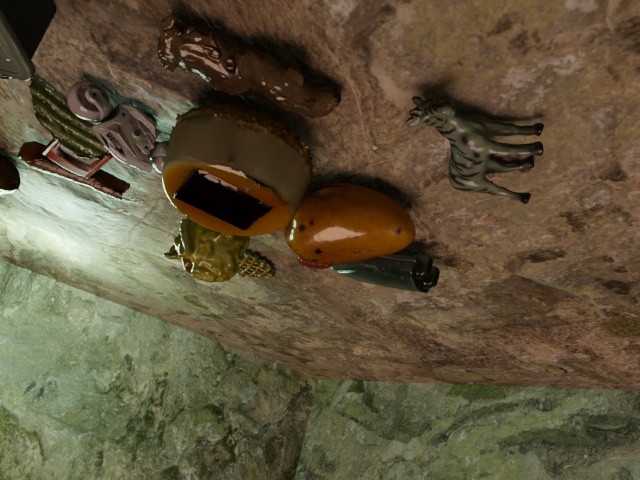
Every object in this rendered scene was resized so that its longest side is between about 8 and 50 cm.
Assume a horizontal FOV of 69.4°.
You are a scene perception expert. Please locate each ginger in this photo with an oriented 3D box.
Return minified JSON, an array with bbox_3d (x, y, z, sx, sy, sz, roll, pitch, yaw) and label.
[{"bbox_3d":[-0.107,-0.251,0.708,0.289,0.084,0.122,18,148,-7],"label":"ginger"}]

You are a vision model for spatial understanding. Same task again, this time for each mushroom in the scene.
[{"bbox_3d":[-0.948,-0.191,1.273,0.231,0.138,0.194,-6,136,16],"label":"mushroom"}]

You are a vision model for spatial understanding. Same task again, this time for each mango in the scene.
[{"bbox_3d":[0.056,-0.036,0.987,0.289,0.160,0.191,2,143,18],"label":"mango"}]

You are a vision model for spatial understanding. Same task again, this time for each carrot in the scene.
[{"bbox_3d":[-0.623,-0.175,1.181,0.260,0.070,0.070,24,154,-20],"label":"carrot"}]

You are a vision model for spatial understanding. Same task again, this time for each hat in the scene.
[{"bbox_3d":[0.000,0.000,1.171,0.112,0.094,0.162,6,150,-6],"label":"hat"}]

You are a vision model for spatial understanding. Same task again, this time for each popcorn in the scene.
[{"bbox_3d":[-0.309,0.013,1.256,0.216,0.181,0.235,17,155,-3],"label":"popcorn"}]

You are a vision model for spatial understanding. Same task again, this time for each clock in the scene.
[{"bbox_3d":[-0.554,-0.215,1.071,0.155,0.061,0.113,-15,142,42],"label":"clock"}]

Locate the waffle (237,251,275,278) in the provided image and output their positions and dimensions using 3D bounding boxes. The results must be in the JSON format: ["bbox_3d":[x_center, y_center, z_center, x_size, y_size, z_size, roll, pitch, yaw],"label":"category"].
[{"bbox_3d":[-0.245,0.078,1.530,0.183,0.036,0.169,2,149,23],"label":"waffle"}]

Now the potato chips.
[{"bbox_3d":[-0.525,-0.243,0.961,0.028,0.092,0.207,28,169,45],"label":"potato chips"}]

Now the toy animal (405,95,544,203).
[{"bbox_3d":[0.259,-0.149,0.722,0.169,0.090,0.255,1,150,37],"label":"toy animal"}]

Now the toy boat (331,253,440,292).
[{"bbox_3d":[0.148,0.067,1.230,0.319,0.092,0.141,6,155,35],"label":"toy boat"}]

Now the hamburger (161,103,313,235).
[{"bbox_3d":[-0.156,-0.135,0.873,0.275,0.179,0.294,24,151,-24],"label":"hamburger"}]

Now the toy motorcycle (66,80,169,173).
[{"bbox_3d":[-0.385,-0.209,0.926,0.112,0.113,0.254,-11,144,43],"label":"toy motorcycle"}]

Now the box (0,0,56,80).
[{"bbox_3d":[-0.484,-0.361,0.636,0.163,0.135,0.243,14,154,0],"label":"box"}]
